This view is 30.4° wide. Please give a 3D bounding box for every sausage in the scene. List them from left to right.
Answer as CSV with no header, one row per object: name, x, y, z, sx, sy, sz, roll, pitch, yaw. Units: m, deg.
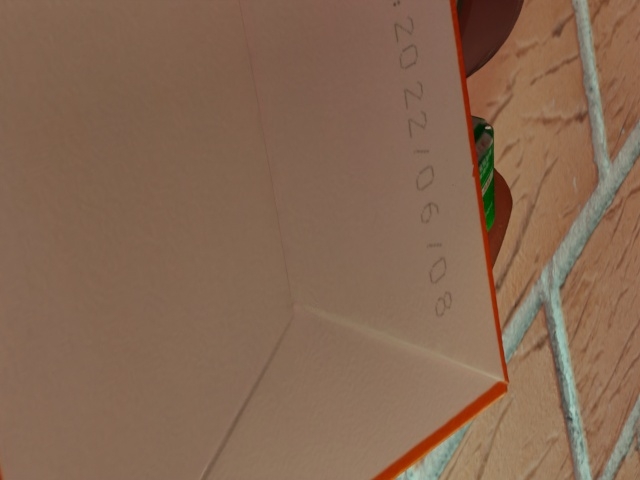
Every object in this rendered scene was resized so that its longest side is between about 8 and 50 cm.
sausage,0.131,0.011,1.118,0.194,0.077,0.077,-63,142,-27

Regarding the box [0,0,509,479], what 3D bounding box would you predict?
box,-0.119,-0.044,0.522,0.319,0.257,0.348,-27,111,-50

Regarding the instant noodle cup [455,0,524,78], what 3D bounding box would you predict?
instant noodle cup,0.015,-0.168,0.755,0.178,0.235,0.234,-30,121,-52

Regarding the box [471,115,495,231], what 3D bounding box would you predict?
box,0.000,0.000,0.821,0.250,0.180,0.103,-54,148,-34
